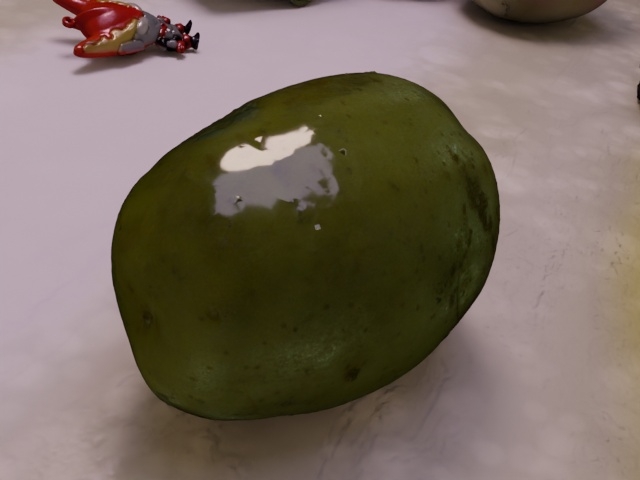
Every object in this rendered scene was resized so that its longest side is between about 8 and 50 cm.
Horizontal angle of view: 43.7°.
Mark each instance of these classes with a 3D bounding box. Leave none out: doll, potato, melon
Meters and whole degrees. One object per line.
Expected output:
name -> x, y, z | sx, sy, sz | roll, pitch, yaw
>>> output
doll -> -0.232, -0.256, 0.974 | 0.169, 0.057, 0.109 | 0, 51, -41
potato -> 0.001, -0.002, 0.547 | 0.215, 0.216, 0.304 | 31, 31, 26
melon -> 0.357, -0.462, 1.282 | 0.316, 0.223, 0.223 | -10, 40, -30

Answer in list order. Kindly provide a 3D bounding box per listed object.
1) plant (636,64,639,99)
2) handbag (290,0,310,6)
plant -> 0.599, -0.220, 1.063 | 0.320, 0.194, 0.182 | 17, 47, 15
handbag -> -0.114, -0.506, 1.189 | 0.241, 0.222, 0.263 | 38, 15, 36
